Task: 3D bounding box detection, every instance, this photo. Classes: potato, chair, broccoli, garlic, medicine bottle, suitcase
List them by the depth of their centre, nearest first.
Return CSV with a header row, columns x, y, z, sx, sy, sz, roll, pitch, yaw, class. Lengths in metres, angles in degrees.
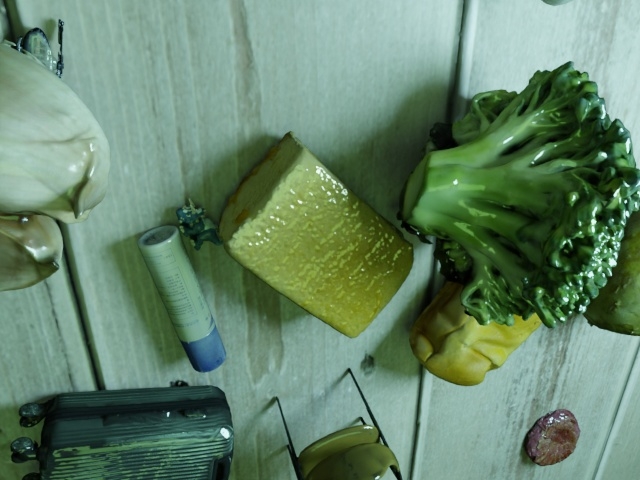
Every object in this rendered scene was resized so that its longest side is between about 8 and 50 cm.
x,y,z,sx,sy,sz,roll,pitch,yaw,class
-0.384,-0.067,0.527,0.312,0.249,0.287,6,97,-25,garlic
0.260,-0.059,0.717,0.271,0.334,0.324,33,58,-3,broccoli
-0.197,0.091,0.769,0.059,0.059,0.231,-19,121,-10,medicine bottle
-0.292,0.333,0.814,0.311,0.128,0.202,2,114,-21,suitcase
0.033,0.358,0.879,0.158,0.247,0.173,-17,121,-11,chair
0.604,0.041,0.966,0.173,0.210,0.308,36,93,11,potato

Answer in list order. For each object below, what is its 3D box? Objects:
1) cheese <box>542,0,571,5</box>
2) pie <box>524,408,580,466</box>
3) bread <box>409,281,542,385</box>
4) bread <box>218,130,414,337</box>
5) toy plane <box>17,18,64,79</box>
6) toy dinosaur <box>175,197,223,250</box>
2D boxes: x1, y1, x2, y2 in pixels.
x,y,z,sx,sy,sz,roll,pitch,yaw,class
0.304,-0.421,0.642,0.189,0.154,0.198,25,101,-47,cheese
0.552,0.469,1.248,0.153,0.038,0.154,-8,115,-16,pie
0.291,0.117,0.924,0.166,0.132,0.294,33,99,-37,bread
0.000,0.000,0.770,0.274,0.114,0.185,37,95,-32,bread
-0.318,-0.192,0.602,0.049,0.031,0.121,0,113,-30,toy plane
-0.168,-0.019,0.742,0.047,0.031,0.083,-31,122,-1,toy dinosaur
